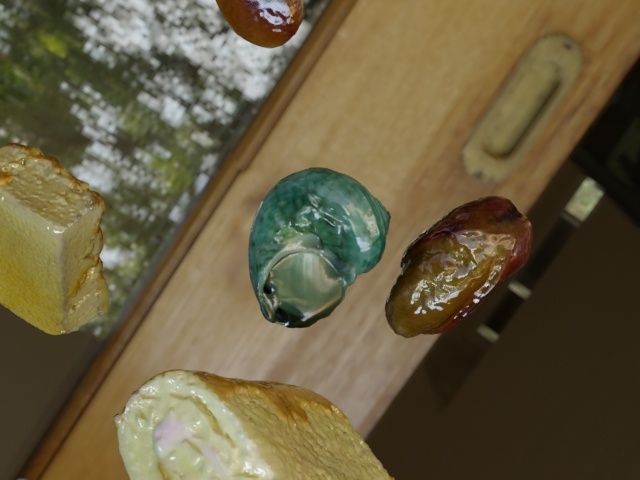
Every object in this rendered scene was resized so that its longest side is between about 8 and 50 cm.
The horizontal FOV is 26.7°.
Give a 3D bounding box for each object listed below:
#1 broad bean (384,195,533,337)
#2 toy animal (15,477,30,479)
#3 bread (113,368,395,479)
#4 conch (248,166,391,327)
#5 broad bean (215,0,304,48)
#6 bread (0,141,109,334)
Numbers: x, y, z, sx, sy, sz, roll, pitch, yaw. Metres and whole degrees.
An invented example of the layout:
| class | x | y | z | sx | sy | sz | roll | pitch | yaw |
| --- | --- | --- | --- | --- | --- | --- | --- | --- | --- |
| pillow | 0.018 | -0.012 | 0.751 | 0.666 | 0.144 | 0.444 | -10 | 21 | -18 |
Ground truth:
| class | x | y | z | sx | sy | sz | roll | pitch | yaw |
| --- | --- | --- | --- | --- | --- | --- | --- | --- | --- |
| broad bean | 0.175 | 0.035 | 1.752 | 0.122 | 0.228 | 0.156 | 51 | -177 | 7 |
| toy animal | -0.398 | 0.306 | 1.423 | 0.272 | 0.160 | 0.197 | 63 | -166 | 3 |
| bread | -0.070 | 0.253 | 1.480 | 0.236 | 0.165 | 0.375 | 49 | -171 | 17 |
| conch | 0.002 | -0.002 | 1.746 | 0.202 | 0.196 | 0.134 | -10 | -153 | -7 |
| broad bean | -0.079 | -0.317 | 1.663 | 0.165 | 0.114 | 0.084 | 62 | -141 | -18 |
| bread | -0.388 | 0.000 | 1.867 | 0.185 | 0.274 | 0.114 | 32 | -125 | 16 |
